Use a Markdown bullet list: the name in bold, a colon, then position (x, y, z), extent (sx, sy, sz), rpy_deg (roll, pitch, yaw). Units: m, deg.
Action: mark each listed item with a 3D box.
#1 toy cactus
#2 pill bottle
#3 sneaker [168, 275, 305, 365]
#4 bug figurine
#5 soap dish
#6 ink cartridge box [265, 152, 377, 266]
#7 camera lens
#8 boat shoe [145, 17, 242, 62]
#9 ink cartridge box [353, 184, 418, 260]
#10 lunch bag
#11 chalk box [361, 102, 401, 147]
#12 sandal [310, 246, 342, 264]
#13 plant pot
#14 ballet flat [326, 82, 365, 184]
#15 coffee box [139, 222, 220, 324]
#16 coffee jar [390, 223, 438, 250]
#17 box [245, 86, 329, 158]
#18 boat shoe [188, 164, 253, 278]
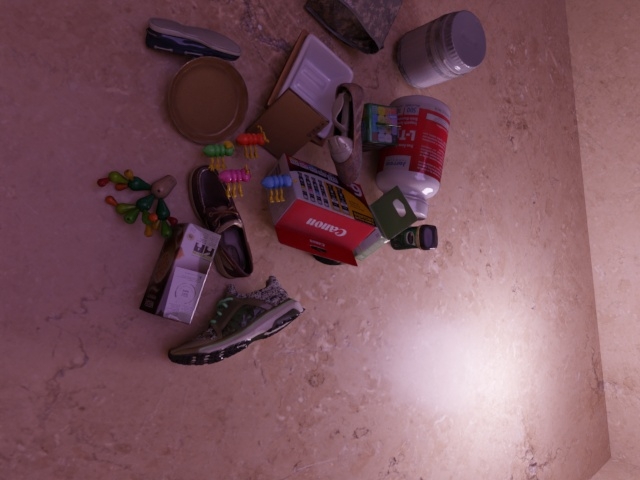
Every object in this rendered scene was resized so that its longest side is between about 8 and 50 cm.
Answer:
- **toy cactus**: position (-0.444, -0.114, 1.244), extent (0.219, 0.112, 0.180), rpy_deg (43, 51, -10)
- **pill bottle**: position (0.324, -0.286, 1.716), extent (0.229, 0.229, 0.407), rpy_deg (17, 80, -35)
- **sneaker**: position (-0.255, 0.224, 1.385), extent (0.411, 0.158, 0.182), rpy_deg (-20, 71, -32)
- **bug figurine**: position (-0.202, -0.217, 1.330), extent (0.217, 0.072, 0.279), rpy_deg (-13, 53, -28)
- **soap dish**: position (-0.038, -0.476, 1.523), extent (0.229, 0.118, 0.290), rpy_deg (32, 71, -32)
- **ink cartridge box**: position (0.006, -0.087, 1.459), extent (0.310, 0.130, 0.271), rpy_deg (17, 40, -34)
- **camera lens**: position (0.436, -0.697, 1.769), extent (0.220, 0.274, 0.219), rpy_deg (0, 90, -36)
- **boat shoe**: position (-0.344, -0.531, 1.312), extent (0.255, 0.079, 0.095), rpy_deg (2, 46, -31)
- **ink cartridge box**: position (0.181, -0.065, 1.579), extent (0.056, 0.235, 0.171), rpy_deg (26, 32, -47)
- **lunch bag**: position (0.130, -0.797, 1.615), extent (0.287, 0.169, 0.235), rpy_deg (33, 71, -27)
- **chalk box**: position (0.174, -0.382, 1.617), extent (0.133, 0.213, 0.131), rpy_deg (-1, 91, -36)
- **sandal**: position (0.000, -0.001, 1.555), extent (0.303, 0.120, 0.086), rpy_deg (33, 60, -31)
- **plant pot**: position (-0.313, -0.389, 1.338), extent (0.237, 0.032, 0.236), rpy_deg (-16, 119, -31)
- **ballet flat**: position (0.069, -0.334, 1.483), extent (0.106, 0.108, 0.315), rpy_deg (6, 85, -51)
- **coffee box**: position (-0.371, 0.084, 1.266), extent (0.098, 0.141, 0.246), rpy_deg (25, 75, -33)
- **coffee jar**: position (0.344, -0.011, 1.757), extent (0.079, 0.184, 0.096), rpy_deg (-5, 93, -36)
- **box**: position (-0.101, -0.342, 1.441), extent (0.164, 0.201, 0.021), rpy_deg (34, 37, -31)
- **boat shoe**: position (-0.267, -0.052, 1.352), extent (0.123, 0.123, 0.341), rpy_deg (-20, 101, -35)
